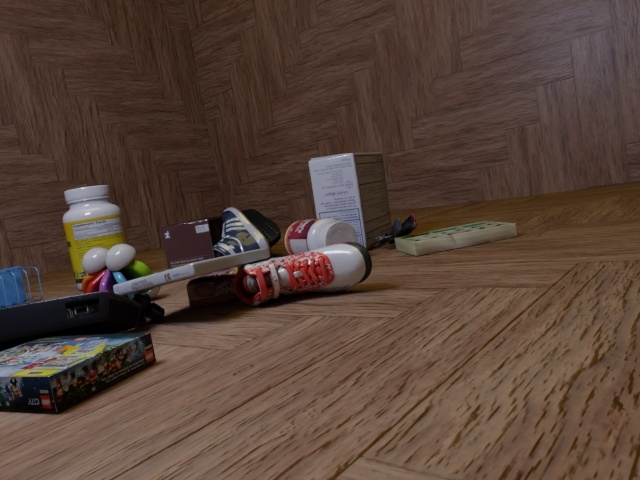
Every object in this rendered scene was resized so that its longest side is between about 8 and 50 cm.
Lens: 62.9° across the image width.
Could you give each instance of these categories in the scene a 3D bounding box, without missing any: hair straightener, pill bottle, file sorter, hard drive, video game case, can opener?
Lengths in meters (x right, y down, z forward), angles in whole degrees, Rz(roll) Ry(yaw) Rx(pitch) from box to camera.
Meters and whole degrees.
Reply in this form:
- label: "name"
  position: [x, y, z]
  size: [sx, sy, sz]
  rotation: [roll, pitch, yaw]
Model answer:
- label: "hair straightener"
  position: [0.192, -0.021, 1.461]
  size: [0.089, 0.047, 0.230]
  rotation: [-10, -9, -11]
- label: "pill bottle"
  position: [-0.753, -0.011, 1.764]
  size: [0.188, 0.333, 0.188]
  rotation: [-10, 5, 1]
- label: "file sorter"
  position: [-0.971, 0.152, 1.618]
  size: [0.105, 0.118, 0.170]
  rotation: [-3, 8, 26]
- label: "hard drive"
  position: [-0.449, 0.139, 0.874]
  size: [0.255, 0.054, 0.172]
  rotation: [-11, -15, -2]
- label: "video game case"
  position: [-0.242, 0.059, 1.014]
  size: [0.207, 0.026, 0.227]
  rotation: [-15, -2, 29]
- label: "pill bottle"
  position: [0.000, 0.000, 1.426]
  size: [0.121, 0.121, 0.221]
  rotation: [-13, 6, -29]
- label: "can opener"
  position: [-0.362, 0.138, 1.053]
  size: [0.059, 0.073, 0.186]
  rotation: [-53, 17, -14]

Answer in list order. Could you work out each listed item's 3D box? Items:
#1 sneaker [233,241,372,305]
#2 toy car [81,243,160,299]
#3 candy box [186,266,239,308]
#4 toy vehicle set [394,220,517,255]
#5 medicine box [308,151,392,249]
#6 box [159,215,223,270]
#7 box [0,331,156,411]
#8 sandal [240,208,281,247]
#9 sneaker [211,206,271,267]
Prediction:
- label: "sneaker"
  position: [-0.044, 0.069, 0.973]
  size: [0.270, 0.090, 0.145]
  rotation: [-9, 5, 43]
- label: "toy car"
  position: [-0.491, 0.103, 1.254]
  size: [0.182, 0.159, 0.136]
  rotation: [-7, 41, 24]
- label: "candy box"
  position: [-0.232, 0.101, 1.162]
  size: [0.109, 0.053, 0.187]
  rotation: [-10, 7, -9]
- label: "toy vehicle set"
  position: [0.342, -0.008, 1.350]
  size: [0.267, 0.035, 0.166]
  rotation: [-10, 5, -9]
- label: "medicine box"
  position: [0.102, -0.122, 1.623]
  size: [0.149, 0.289, 0.263]
  rotation: [-5, 7, 26]
- label: "box"
  position: [-0.416, 0.014, 1.783]
  size: [0.169, 0.166, 0.203]
  rotation: [-9, 6, 8]
- label: "box"
  position: [-0.364, 0.170, 0.696]
  size: [0.233, 0.044, 0.159]
  rotation: [-7, 5, 27]
- label: "sandal"
  position: [-0.237, -0.014, 1.867]
  size: [0.168, 0.106, 0.446]
  rotation: [-15, 20, -11]
- label: "sneaker"
  position: [-0.283, -0.004, 1.629]
  size: [0.153, 0.099, 0.282]
  rotation: [-30, 40, -19]
